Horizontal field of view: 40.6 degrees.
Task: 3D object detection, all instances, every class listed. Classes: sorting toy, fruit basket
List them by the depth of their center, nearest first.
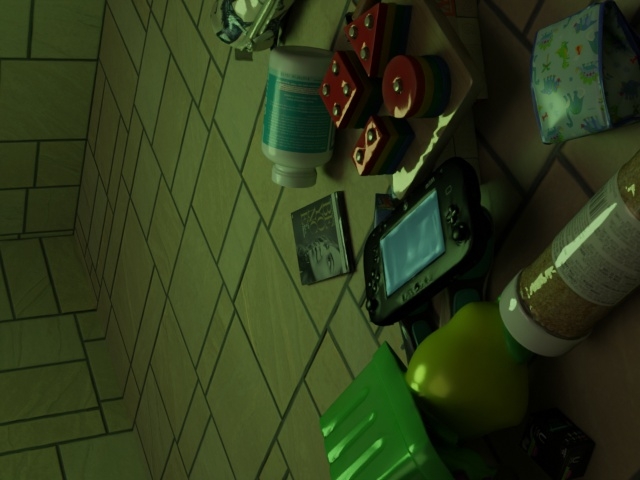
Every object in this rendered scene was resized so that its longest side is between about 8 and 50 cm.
[{"bbox_3d":[0.191,0.269,1.253,0.283,0.392,0.392,55,157,-16],"label":"fruit basket"},{"bbox_3d":[0.102,-0.236,1.313,0.257,0.089,0.255,66,147,31],"label":"sorting toy"}]

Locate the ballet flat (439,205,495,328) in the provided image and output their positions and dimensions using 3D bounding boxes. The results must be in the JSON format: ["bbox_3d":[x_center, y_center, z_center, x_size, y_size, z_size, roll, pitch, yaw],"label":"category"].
[{"bbox_3d":[0.220,0.057,1.353,0.086,0.086,0.248,30,122,57],"label":"ballet flat"}]

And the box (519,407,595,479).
[{"bbox_3d":[0.329,0.285,1.207,0.083,0.052,0.062,46,133,49],"label":"box"}]

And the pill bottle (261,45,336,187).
[{"bbox_3d":[-0.040,-0.241,1.706,0.146,0.146,0.264,39,128,53],"label":"pill bottle"}]

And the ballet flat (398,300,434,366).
[{"bbox_3d":[0.156,0.136,1.492,0.074,0.074,0.203,-34,67,59],"label":"ballet flat"}]

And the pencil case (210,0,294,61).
[{"bbox_3d":[-0.093,-0.548,1.738,0.410,0.160,0.183,-49,53,54],"label":"pencil case"}]

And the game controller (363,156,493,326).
[{"bbox_3d":[0.147,0.009,1.306,0.319,0.067,0.166,-46,51,53],"label":"game controller"}]

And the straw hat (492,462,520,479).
[{"bbox_3d":[0.288,0.410,1.290,0.144,0.061,0.144,-162,90,-75],"label":"straw hat"}]

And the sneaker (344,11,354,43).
[{"bbox_3d":[0.076,-0.344,1.521,0.063,0.073,0.162,120,148,-42],"label":"sneaker"}]

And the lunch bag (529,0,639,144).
[{"bbox_3d":[0.330,-0.207,1.075,0.129,0.096,0.151,-11,94,62],"label":"lunch bag"}]

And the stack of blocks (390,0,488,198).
[{"bbox_3d":[0.176,-0.225,1.366,0.171,0.087,0.297,-10,86,62],"label":"stack of blocks"}]

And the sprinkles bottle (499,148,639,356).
[{"bbox_3d":[0.352,0.006,1.041,0.355,0.121,0.121,-59,44,48],"label":"sprinkles bottle"}]

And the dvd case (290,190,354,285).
[{"bbox_3d":[0.000,0.000,1.812,0.221,0.018,0.164,-21,76,61],"label":"dvd case"}]

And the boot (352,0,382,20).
[{"bbox_3d":[0.099,-0.459,1.300,0.096,0.264,0.280,33,128,6],"label":"boot"}]

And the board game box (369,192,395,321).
[{"bbox_3d":[0.107,0.028,1.528,0.136,0.035,0.201,-78,-10,-74],"label":"board game box"}]
